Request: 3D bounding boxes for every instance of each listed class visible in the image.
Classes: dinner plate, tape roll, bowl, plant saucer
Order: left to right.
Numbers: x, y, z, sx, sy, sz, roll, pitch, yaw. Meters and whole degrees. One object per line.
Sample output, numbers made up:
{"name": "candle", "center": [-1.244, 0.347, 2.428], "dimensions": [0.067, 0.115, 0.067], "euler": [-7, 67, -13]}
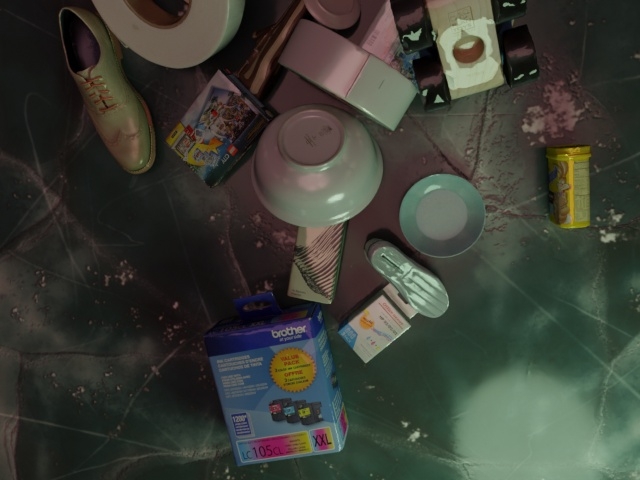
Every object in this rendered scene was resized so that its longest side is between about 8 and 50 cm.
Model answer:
{"name": "tape roll", "center": [-0.338, -0.557, 1.226], "dimensions": [0.392, 0.072, 0.392], "euler": [18, 134, 19]}
{"name": "bowl", "center": [-0.014, -0.186, 1.253], "dimensions": [0.298, 0.134, 0.297], "euler": [-1, 69, 4]}
{"name": "dinner plate", "center": [0.028, -0.529, 1.276], "dimensions": [0.141, 0.017, 0.141], "euler": [7, 73, -23]}
{"name": "tape roll", "center": [0.057, -0.339, 1.208], "dimensions": [0.286, 0.286, 0.100], "euler": [32, 101, 1]}
{"name": "plant saucer", "center": [0.280, -0.058, 1.351], "dimensions": [0.195, 0.037, 0.194], "euler": [1, 99, 7]}

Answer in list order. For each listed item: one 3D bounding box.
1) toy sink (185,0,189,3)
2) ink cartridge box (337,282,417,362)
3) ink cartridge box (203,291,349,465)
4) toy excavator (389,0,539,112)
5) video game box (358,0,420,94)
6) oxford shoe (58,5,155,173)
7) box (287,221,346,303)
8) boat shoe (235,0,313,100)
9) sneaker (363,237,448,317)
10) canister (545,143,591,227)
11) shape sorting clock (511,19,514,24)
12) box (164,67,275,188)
{"name": "toy sink", "center": [-0.252, -0.637, 1.276], "dimensions": [0.153, 0.131, 0.234], "euler": [38, 102, 0]}
{"name": "ink cartridge box", "center": [0.142, 0.192, 1.396], "dimensions": [0.181, 0.061, 0.104], "euler": [-42, 92, 11]}
{"name": "ink cartridge box", "center": [-0.109, 0.312, 1.406], "dimensions": [0.270, 0.151, 0.395], "euler": [-12, 96, 9]}
{"name": "toy excavator", "center": [0.234, -0.539, 1.119], "dimensions": [0.223, 0.445, 0.433], "euler": [-15, 137, 16]}
{"name": "video game box", "center": [0.208, -0.454, 1.291], "dimensions": [0.187, 0.048, 0.205], "euler": [32, 101, 2]}
{"name": "oxford shoe", "center": [-0.506, -0.340, 1.348], "dimensions": [0.141, 0.146, 0.396], "euler": [-21, 96, 9]}
{"name": "box", "center": [0.000, 0.000, 1.366], "dimensions": [0.113, 0.094, 0.275], "euler": [9, 100, 7]}
{"name": "boat shoe", "center": [-0.111, -0.447, 1.311], "dimensions": [0.095, 0.095, 0.257], "euler": [35, 102, 7]}
{"name": "sneaker", "center": [0.203, 0.078, 1.361], "dimensions": [0.094, 0.091, 0.258], "euler": [-43, 113, 7]}
{"name": "canister", "center": [0.538, -0.119, 1.265], "dimensions": [0.073, 0.126, 0.169], "euler": [-4, 100, 8]}
{"name": "shape sorting clock", "center": [0.305, -0.477, 1.233], "dimensions": [0.206, 0.040, 0.206], "euler": [1, 99, 5]}
{"name": "box", "center": [-0.235, -0.255, 1.350], "dimensions": [0.159, 0.044, 0.233], "euler": [45, 117, -2]}
